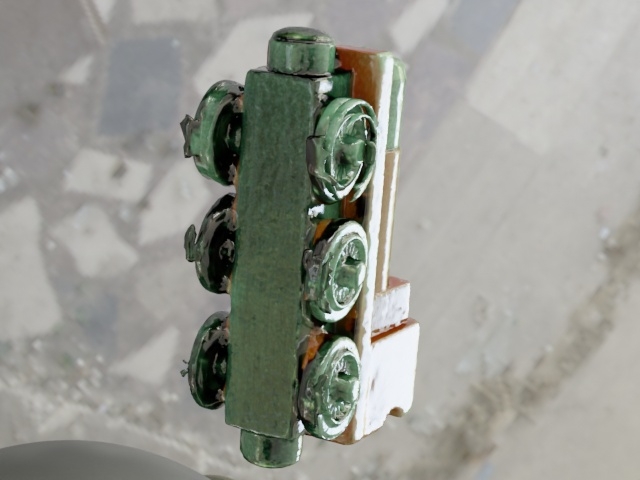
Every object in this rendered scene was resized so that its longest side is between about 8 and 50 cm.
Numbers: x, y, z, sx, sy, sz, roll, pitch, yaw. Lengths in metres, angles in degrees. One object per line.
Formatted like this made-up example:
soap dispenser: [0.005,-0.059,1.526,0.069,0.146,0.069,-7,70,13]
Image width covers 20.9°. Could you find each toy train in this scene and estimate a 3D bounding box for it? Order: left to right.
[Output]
toy train: [0.000,0.000,0.409,0.064,0.044,0.103,-20,117,-57]

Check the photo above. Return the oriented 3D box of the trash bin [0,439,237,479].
trash bin: [-0.102,0.206,0.530,0.214,0.214,0.334,77,23,-43]
